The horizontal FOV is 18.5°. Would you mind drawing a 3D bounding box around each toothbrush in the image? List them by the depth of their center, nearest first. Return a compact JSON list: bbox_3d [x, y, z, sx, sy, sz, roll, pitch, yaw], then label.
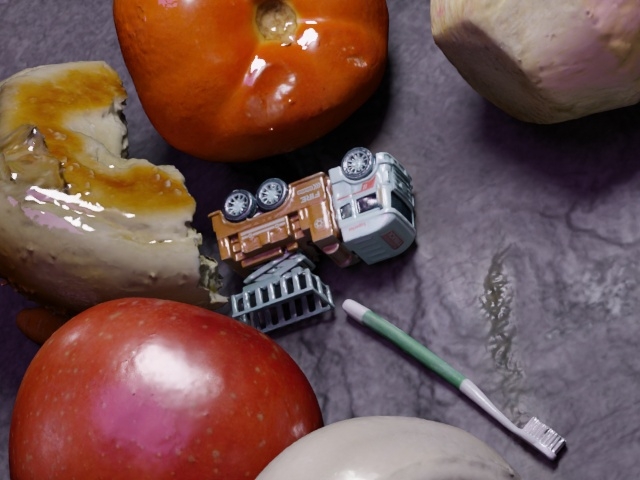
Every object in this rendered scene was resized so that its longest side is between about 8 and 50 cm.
[{"bbox_3d":[0.107,0.112,1.651,0.257,0.018,0.024,33,78,38],"label":"toothbrush"}]

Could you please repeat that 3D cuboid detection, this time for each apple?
[{"bbox_3d":[-0.125,0.176,1.584,0.260,0.260,0.216,7,62,31],"label":"apple"}]

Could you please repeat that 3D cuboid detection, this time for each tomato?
[{"bbox_3d":[-0.066,-0.198,1.791,0.259,0.260,0.180,-58,21,-12],"label":"tomato"}]

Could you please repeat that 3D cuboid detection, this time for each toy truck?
[{"bbox_3d":[0.000,-0.001,1.737,0.178,0.080,0.115,-21,60,17],"label":"toy truck"}]

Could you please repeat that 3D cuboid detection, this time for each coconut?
[{"bbox_3d":[0.211,-0.236,1.667,0.259,0.259,0.259,-13,57,21],"label":"coconut"}]

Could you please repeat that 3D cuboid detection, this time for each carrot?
[{"bbox_3d":[-0.237,0.087,1.833,0.139,0.048,0.048,13,69,35],"label":"carrot"}]

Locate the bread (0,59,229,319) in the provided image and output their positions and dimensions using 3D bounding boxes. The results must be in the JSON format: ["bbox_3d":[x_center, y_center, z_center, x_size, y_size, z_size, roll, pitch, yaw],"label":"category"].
[{"bbox_3d":[-0.231,-0.026,1.781,0.314,0.192,0.171,49,136,35],"label":"bread"}]

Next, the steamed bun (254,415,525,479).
[{"bbox_3d":[0.033,0.259,1.447,0.177,0.283,0.283,20,72,51],"label":"steamed bun"}]
